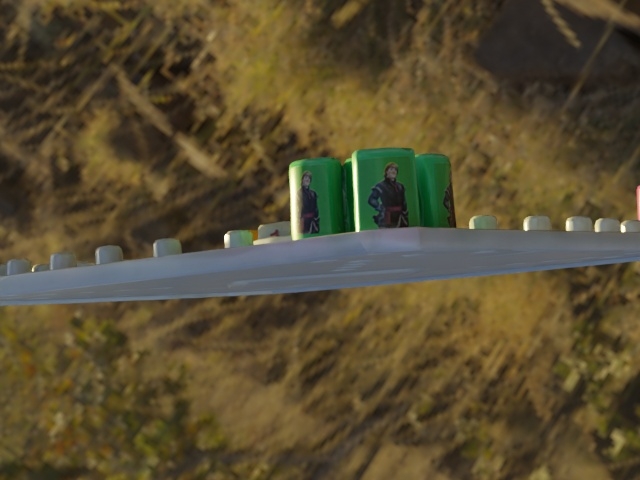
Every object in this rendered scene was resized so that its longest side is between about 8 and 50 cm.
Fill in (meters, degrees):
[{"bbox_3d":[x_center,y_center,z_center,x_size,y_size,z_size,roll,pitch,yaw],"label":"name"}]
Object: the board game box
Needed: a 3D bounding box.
[{"bbox_3d":[0.000,0.000,0.876,0.390,0.050,0.390,-7,175,38],"label":"board game box"}]
